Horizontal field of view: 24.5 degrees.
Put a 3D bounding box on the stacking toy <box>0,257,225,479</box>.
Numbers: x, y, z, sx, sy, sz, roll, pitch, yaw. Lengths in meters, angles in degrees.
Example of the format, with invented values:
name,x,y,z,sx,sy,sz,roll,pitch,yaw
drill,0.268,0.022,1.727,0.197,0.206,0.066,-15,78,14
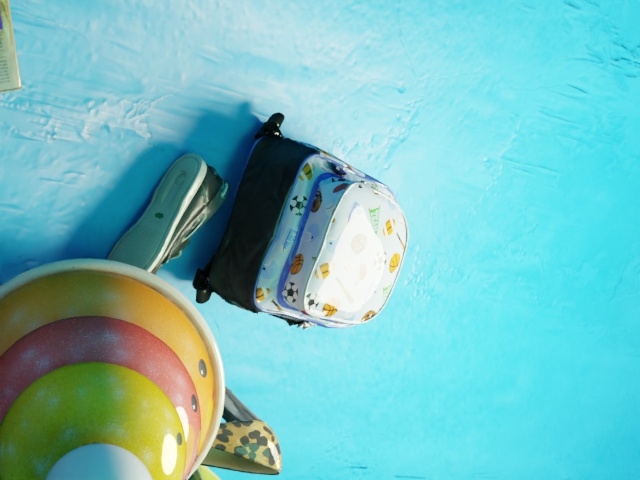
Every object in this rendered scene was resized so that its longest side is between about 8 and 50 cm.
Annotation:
name,x,y,z,sx,sy,sz,roll,pitch,yaw
stacking toy,-0.258,0.239,1.657,0.350,0.480,0.351,-3,105,-10

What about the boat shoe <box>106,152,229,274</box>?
name,x,y,z,sx,sy,sz,roll,pitch,yaw
boat shoe,-0.203,0.002,1.911,0.233,0.084,0.079,-56,137,-7

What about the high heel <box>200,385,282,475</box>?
name,x,y,z,sx,sy,sz,roll,pitch,yaw
high heel,-0.187,0.313,2.027,0.261,0.186,0.093,-39,166,-23

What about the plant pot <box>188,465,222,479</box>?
name,x,y,z,sx,sy,sz,roll,pitch,yaw
plant pot,-0.186,0.505,2.116,0.254,0.276,0.276,-40,136,-3

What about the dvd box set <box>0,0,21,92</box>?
name,x,y,z,sx,sy,sz,roll,pitch,yaw
dvd box set,-0.470,-0.321,1.421,0.307,0.062,0.420,-12,123,-14

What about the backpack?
name,x,y,z,sx,sy,sz,roll,pitch,yaw
backpack,0.000,0.000,2.021,0.263,0.213,0.276,17,98,-57
